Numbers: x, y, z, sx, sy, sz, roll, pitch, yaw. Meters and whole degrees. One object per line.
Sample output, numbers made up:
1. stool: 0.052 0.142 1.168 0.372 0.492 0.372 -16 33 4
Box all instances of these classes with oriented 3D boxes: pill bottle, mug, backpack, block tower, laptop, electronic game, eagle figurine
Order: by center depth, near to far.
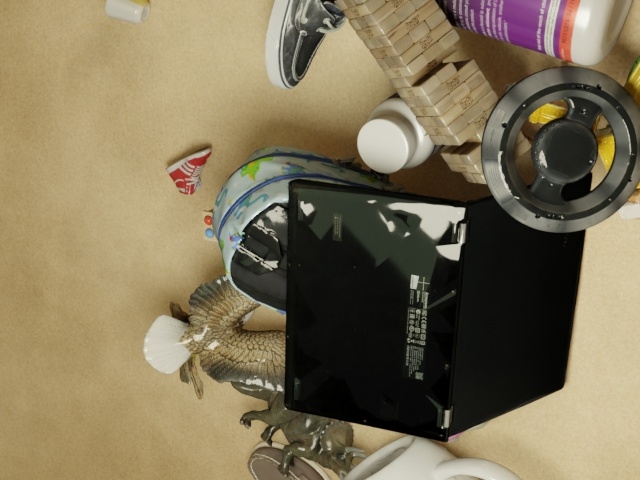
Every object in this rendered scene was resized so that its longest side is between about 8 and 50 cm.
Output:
1. electronic game: 0.333 -0.123 1.530 0.229 0.048 0.229 -1 103 -3
2. pill bottle: 0.260 -0.367 1.540 0.323 0.181 0.181 22 121 21
3. block tower: 0.152 -0.236 1.548 0.335 0.097 0.091 55 167 -16
4. pill bottle: 0.134 -0.171 1.704 0.112 0.187 0.112 13 118 26
5. laptop: 0.175 0.079 1.710 0.408 0.236 0.382 9 113 16
6. backpack: 0.000 0.000 1.778 0.290 0.355 0.273 -54 47 33
7. mug: 0.220 0.494 1.904 0.374 0.276 0.328 -34 91 40
8. mug: -0.331 -0.415 1.953 0.064 0.062 0.078 24 129 11
9. eagle figurine: -0.147 0.153 2.007 0.298 0.225 0.226 -12 139 31

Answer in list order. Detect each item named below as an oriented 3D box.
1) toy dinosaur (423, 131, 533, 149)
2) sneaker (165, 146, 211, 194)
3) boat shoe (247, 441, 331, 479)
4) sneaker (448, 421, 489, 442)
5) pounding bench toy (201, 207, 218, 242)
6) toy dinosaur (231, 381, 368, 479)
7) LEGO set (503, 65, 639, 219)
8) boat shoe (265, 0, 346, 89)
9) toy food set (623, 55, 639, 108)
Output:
1. toy dinosaur: 0.246 -0.169 1.679 0.211 0.112 0.064 12 102 -13
2. sneaker: -0.227 -0.124 2.034 0.118 0.042 0.067 -23 95 44
3. boat shoe: -0.020 0.520 2.174 0.324 0.097 0.116 40 126 9
4. sneaker: 0.259 0.249 1.888 0.111 0.103 0.252 31 119 -33
5. pounding bench toy: -0.148 -0.027 1.863 0.083 0.065 0.052 10 114 31
6. toy dinosaur: -0.046 0.338 2.111 0.160 0.121 0.313 -43 75 8
7. LEGO set: 0.396 -0.158 1.622 0.287 0.107 0.132 34 138 -2
8. boat shoe: -0.004 -0.368 1.754 0.102 0.108 0.301 26 116 20
9. toy food set: 0.495 -0.242 1.536 0.128 0.071 0.218 21 127 -8
